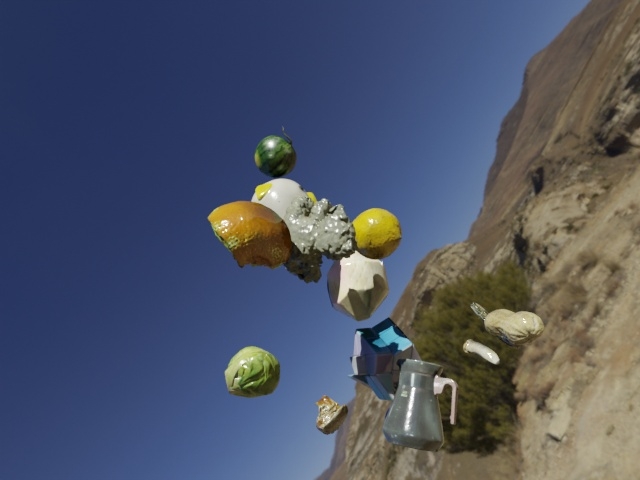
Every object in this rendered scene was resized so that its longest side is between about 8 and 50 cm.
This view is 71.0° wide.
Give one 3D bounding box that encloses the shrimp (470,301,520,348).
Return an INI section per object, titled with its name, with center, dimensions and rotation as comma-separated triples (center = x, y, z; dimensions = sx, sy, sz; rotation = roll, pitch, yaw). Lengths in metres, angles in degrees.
[shrimp]
center = 0.846, 0.400, 2.164
dimensions = 0.058, 0.296, 0.169
rotation = -36, -24, -13

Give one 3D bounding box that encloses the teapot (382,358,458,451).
[teapot]
center = 0.423, 0.690, 1.887
dimensions = 0.253, 0.300, 0.343
rotation = 31, -118, -48

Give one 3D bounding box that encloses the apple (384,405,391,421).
[apple]
center = 0.410, 0.887, 2.208
dimensions = 0.188, 0.188, 0.174
rotation = -54, -9, -8

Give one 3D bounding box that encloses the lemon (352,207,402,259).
[lemon]
center = 0.244, -0.028, 1.996
dimensions = 0.228, 0.228, 0.253
rotation = -55, 10, -4

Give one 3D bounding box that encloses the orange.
[orange]
center = -0.245, -0.035, 1.627
dimensions = 0.335, 0.262, 0.196
rotation = 15, -73, -35

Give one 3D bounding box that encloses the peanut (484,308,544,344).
[peanut]
center = 0.692, 0.313, 1.632
dimensions = 0.123, 0.123, 0.257
rotation = -51, 10, -17

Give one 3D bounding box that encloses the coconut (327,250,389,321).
[coconut]
center = 0.196, 0.243, 2.307
dimensions = 0.352, 0.353, 0.352
rotation = -47, -23, -26

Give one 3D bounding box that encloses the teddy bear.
[teddy bear]
center = 0.000, 0.000, 1.797
dimensions = 0.224, 0.368, 0.357
rotation = 2, -85, -59

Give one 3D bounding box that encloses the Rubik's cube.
[Rubik's cube]
center = 0.338, 0.611, 2.236
dimensions = 0.358, 0.387, 0.368
rotation = -1, -72, -16

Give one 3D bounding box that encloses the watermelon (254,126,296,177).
[watermelon]
center = -0.226, -0.395, 2.158
dimensions = 0.232, 0.204, 0.127
rotation = -22, 16, 36

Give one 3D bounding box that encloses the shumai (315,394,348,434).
[shumai]
center = 0.027, 0.631, 1.643
dimensions = 0.145, 0.116, 0.145
rotation = -36, -33, -29

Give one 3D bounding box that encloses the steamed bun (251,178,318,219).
[steamed bun]
center = -0.170, -0.115, 2.157
dimensions = 0.334, 0.373, 0.334
rotation = -26, -13, -6

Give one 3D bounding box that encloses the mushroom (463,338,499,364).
[mushroom]
center = 0.839, 0.581, 2.341
dimensions = 0.084, 0.209, 0.071
rotation = -8, -75, -30

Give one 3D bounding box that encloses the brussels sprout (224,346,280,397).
[brussels sprout]
center = -0.264, 0.527, 1.774
dimensions = 0.223, 0.223, 0.161
rotation = -63, 11, 15
